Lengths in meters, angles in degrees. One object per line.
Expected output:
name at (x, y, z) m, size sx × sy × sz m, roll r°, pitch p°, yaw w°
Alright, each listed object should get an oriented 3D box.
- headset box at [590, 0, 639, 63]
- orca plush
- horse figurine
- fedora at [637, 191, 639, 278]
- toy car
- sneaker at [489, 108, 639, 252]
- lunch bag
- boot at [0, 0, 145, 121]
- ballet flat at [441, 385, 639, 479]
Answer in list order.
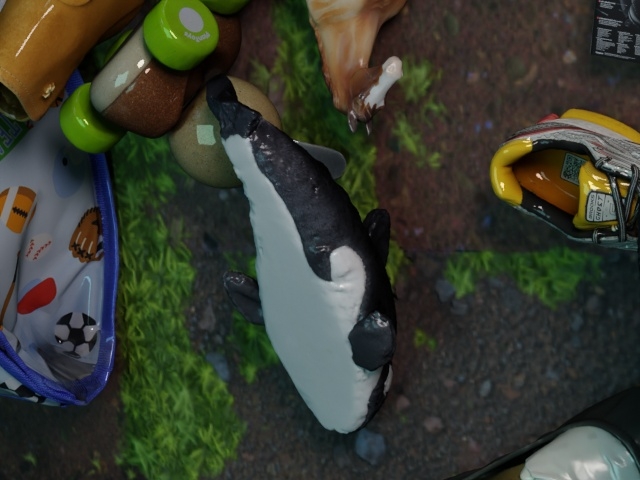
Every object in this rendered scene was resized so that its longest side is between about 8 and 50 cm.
headset box at (0.206, -0.153, 1.020) m, size 0.062 × 0.032 × 0.083 m, roll 15°, pitch 110°, yaw 36°
orca plush at (0.000, 0.000, 1.190) m, size 0.151 × 0.102 × 0.287 m, roll -8°, pitch 117°, yaw 49°
horse figurine at (0.003, -0.225, 1.152) m, size 0.263 × 0.066 × 0.174 m, roll 48°, pitch 122°, yaw 19°
fedora at (0.309, 0.017, 0.742) m, size 0.334 × 0.152 × 0.334 m, roll 0°, pitch 91°, yaw 47°
toy car at (-0.071, -0.098, 1.236) m, size 0.188 × 0.149 × 0.155 m, roll 42°, pitch 135°, yaw -12°
sneaker at (0.205, -0.018, 1.018) m, size 0.225 × 0.092 × 0.088 m, roll 17°, pitch 112°, yaw 35°
lunch bag at (-0.358, -0.037, 1.407) m, size 0.328 × 0.239 × 0.385 m, roll 6°, pitch 121°, yaw 39°
boot at (-0.163, -0.194, 1.145) m, size 0.104 × 0.211 × 0.295 m, roll 33°, pitch 161°, yaw -1°
ballet flat at (0.153, 0.182, 1.114) m, size 0.280 × 0.096 × 0.095 m, roll -35°, pitch 78°, yaw 40°
